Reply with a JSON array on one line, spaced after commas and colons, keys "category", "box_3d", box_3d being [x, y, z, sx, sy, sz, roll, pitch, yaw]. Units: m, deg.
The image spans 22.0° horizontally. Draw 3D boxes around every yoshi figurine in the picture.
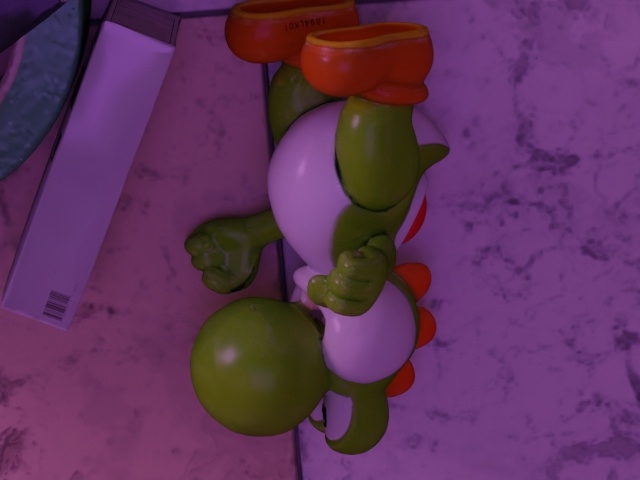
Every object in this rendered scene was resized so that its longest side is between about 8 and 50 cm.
[{"category": "yoshi figurine", "box_3d": [-0.019, 0.009, 1.246, 0.203, 0.203, 0.362, 5, 114, 13]}]

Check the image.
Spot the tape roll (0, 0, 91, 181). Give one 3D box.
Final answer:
[{"category": "tape roll", "box_3d": [-0.331, -0.177, 1.211, 0.321, 0.077, 0.321, -1, 112, -2]}]

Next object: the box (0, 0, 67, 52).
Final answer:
[{"category": "box", "box_3d": [-0.411, -0.178, 1.115, 0.395, 0.097, 0.318, -35, 105, 11]}]

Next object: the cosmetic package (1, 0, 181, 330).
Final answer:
[{"category": "cosmetic package", "box_3d": [-0.175, -0.060, 1.251, 0.060, 0.099, 0.239, 21, 108, -8]}]
